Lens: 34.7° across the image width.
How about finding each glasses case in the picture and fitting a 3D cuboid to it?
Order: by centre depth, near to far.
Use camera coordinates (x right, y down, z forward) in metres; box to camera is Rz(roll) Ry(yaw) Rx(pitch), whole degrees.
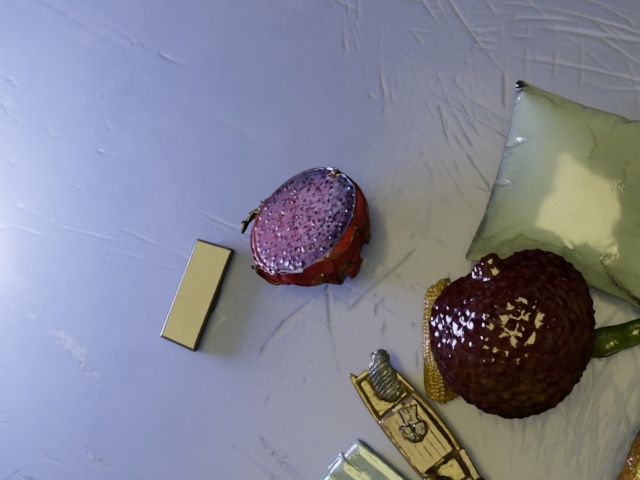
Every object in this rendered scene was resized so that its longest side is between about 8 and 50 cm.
[{"bbox_3d":[-0.215,0.094,1.792,0.072,0.042,0.190,20,85,8],"label":"glasses case"}]

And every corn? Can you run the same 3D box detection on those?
[{"bbox_3d":[0.198,0.163,1.672,0.068,0.068,0.207,1,81,13],"label":"corn"}]

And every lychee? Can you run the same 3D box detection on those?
[{"bbox_3d":[0.292,0.139,1.538,0.261,0.260,0.260,-2,80,13],"label":"lychee"}]

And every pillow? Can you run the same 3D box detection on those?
[{"bbox_3d":[0.419,-0.074,1.636,0.313,0.119,0.310,17,89,14],"label":"pillow"}]

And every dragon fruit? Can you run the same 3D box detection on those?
[{"bbox_3d":[0.003,0.000,1.722,0.224,0.148,0.218,-36,44,14],"label":"dragon fruit"}]

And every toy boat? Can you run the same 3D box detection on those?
[{"bbox_3d":[0.164,0.316,1.628,0.089,0.121,0.321,-38,74,-2],"label":"toy boat"}]

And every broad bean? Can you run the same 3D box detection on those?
[{"bbox_3d":[0.458,0.149,1.595,0.256,0.052,0.052,-25,114,30],"label":"broad bean"}]

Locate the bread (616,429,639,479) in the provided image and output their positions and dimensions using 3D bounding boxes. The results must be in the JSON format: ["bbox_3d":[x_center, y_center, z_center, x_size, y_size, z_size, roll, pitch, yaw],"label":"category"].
[{"bbox_3d":[0.516,0.377,1.527,0.143,0.139,0.228,20,86,13],"label":"bread"}]

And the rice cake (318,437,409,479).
[{"bbox_3d":[0.103,0.425,1.664,0.211,0.038,0.124,43,91,17],"label":"rice cake"}]
